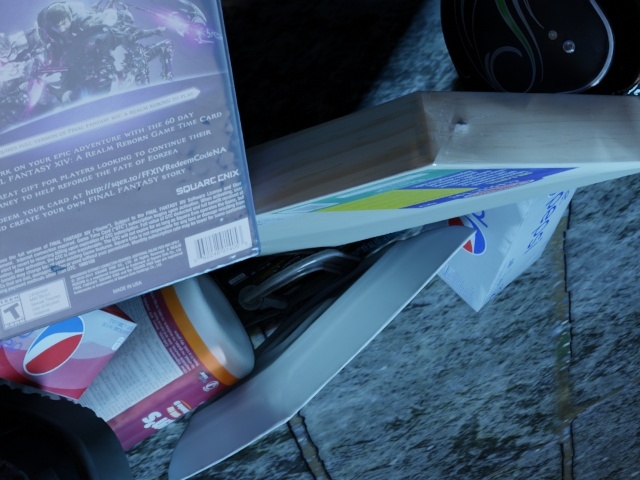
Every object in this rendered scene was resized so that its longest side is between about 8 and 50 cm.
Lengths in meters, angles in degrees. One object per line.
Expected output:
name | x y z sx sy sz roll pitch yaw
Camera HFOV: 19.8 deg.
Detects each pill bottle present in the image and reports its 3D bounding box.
pill bottle | -0.178 0.118 1.596 0.221 0.121 0.121 -32 156 8

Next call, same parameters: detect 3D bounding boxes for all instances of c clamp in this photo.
c clamp | -0.028 0.046 1.633 0.137 0.022 0.160 -26 168 6

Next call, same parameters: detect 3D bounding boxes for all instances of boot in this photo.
boot | -0.334 0.212 1.432 0.260 0.131 0.348 -27 -170 -34

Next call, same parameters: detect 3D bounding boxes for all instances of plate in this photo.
plate | -0.012 0.096 1.671 0.277 0.045 0.278 -43 -176 -32

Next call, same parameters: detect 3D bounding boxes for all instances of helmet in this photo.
helmet | 0.171 -0.176 1.340 0.169 0.162 0.169 -7 176 -1

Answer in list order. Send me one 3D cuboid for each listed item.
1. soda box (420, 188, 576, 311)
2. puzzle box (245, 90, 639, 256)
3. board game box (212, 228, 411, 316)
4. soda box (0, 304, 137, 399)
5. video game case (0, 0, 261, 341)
soda box | 0.172 -0.058 1.637 0.098 0.091 0.286 -38 163 -27
puzzle box | 0.026 -0.041 1.375 0.272 0.052 0.409 -3 172 -45
board game box | 0.000 0.000 1.671 0.186 0.026 0.126 -30 158 4
soda box | -0.250 0.046 1.385 0.083 0.092 0.263 -52 153 4
video game case | -0.148 -0.082 1.163 0.196 0.026 0.274 -19 121 -17
